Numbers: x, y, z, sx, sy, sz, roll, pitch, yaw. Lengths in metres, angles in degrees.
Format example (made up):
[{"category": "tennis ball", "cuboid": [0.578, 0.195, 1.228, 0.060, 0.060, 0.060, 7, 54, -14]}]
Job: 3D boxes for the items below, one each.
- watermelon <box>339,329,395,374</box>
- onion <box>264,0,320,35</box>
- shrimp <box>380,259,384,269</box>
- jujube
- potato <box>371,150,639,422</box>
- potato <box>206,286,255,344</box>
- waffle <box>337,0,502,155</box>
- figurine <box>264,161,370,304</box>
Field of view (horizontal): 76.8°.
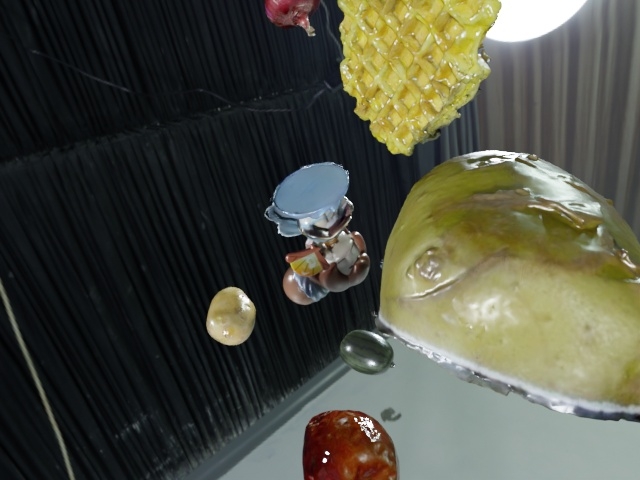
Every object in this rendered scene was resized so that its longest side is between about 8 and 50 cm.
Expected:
[{"category": "watermelon", "cuboid": [0.089, 0.213, 0.765, 0.111, 0.078, 0.078, 11, 32, 28]}, {"category": "onion", "cuboid": [-0.045, -0.536, 0.939, 0.150, 0.140, 0.150, -37, -4, -3]}, {"category": "shrimp", "cuboid": [0.292, 0.082, 1.234, 0.164, 0.062, 0.317, 12, -7, -43]}, {"category": "jujube", "cuboid": [0.046, 0.419, 0.783, 0.190, 0.190, 0.255, -18, 0, -12]}, {"category": "potato", "cuboid": [0.183, 0.010, 0.390, 0.246, 0.196, 0.299, 7, 8, -3]}, {"category": "potato", "cuboid": [-0.222, 0.190, 1.019, 0.109, 0.118, 0.178, -37, 26, 14]}, {"category": "waffle", "cuboid": [0.136, -0.285, 0.623, 0.060, 0.307, 0.312, -27, 20, -26]}, {"category": "figurine", "cuboid": [0.000, 0.001, 1.083, 0.248, 0.388, 0.276, 22, 60, 38]}]
